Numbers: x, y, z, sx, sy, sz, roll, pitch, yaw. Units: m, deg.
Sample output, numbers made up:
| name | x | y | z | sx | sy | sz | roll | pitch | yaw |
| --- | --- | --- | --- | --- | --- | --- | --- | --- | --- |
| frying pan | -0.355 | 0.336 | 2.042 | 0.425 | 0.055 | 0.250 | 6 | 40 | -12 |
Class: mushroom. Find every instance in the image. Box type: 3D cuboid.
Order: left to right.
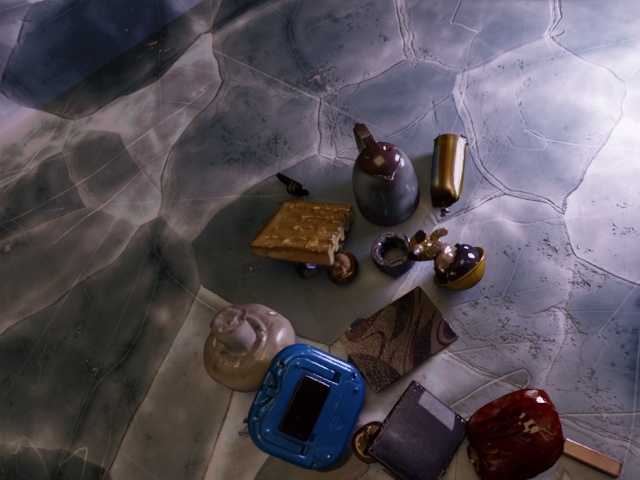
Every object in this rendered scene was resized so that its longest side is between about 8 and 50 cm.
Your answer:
| name | x | y | z | sx | sy | sz | roll | pitch | yaw |
| --- | --- | --- | --- | --- | --- | --- | --- | --- | --- |
| mushroom | -0.248 | 0.315 | 1.713 | 0.315 | 0.336 | 0.314 | -8 | 52 | 10 |
| mushroom | 0.075 | 0.093 | 1.874 | 0.127 | 0.087 | 0.127 | -8 | 65 | 16 |
| mushroom | 0.154 | 0.602 | 1.599 | 0.126 | 0.085 | 0.109 | -26 | 86 | 6 |

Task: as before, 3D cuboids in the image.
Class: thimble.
| name | x | y | z | sx | sy | sz | roll | pitch | yaw |
| --- | --- | --- | --- | --- | --- | --- | --- | --- | --- |
| thimble | 0.253 | 0.048 | 1.840 | 0.150 | 0.097 | 0.150 | -7 | 62 | 13 |

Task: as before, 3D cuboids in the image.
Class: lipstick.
| name | x | y | z | sx | sy | sz | roll | pitch | yaw |
| --- | --- | --- | --- | --- | --- | --- | --- | --- | --- |
| lipstick | 0.737 | 0.594 | 1.457 | 0.146 | 0.045 | 0.045 | 20 | 72 | 25 |

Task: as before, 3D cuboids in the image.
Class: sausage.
| name | x | y | z | sx | sy | sz | roll | pitch | yaw |
| --- | --- | --- | --- | --- | --- | --- | --- | --- | --- |
| sausage | 0.459 | -0.228 | 1.911 | 0.125 | 0.117 | 0.317 | -5 | 64 | 30 |

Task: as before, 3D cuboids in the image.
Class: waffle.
| name | x | y | z | sx | sy | sz | roll | pitch | yaw |
| --- | --- | --- | --- | --- | --- | --- | --- | --- | --- |
| waffle | -0.059 | -0.039 | 1.904 | 0.305 | 0.077 | 0.348 | 5 | 33 | 20 |

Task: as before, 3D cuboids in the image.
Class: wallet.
| name | x | y | z | sx | sy | sz | roll | pitch | yaw |
| --- | --- | --- | --- | --- | --- | --- | --- | --- | --- |
| wallet | 0.281 | 0.576 | 1.549 | 0.221 | 0.071 | 0.262 | 37 | 71 | 8 |

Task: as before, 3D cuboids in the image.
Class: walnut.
| name | x | y | z | sx | sy | sz | roll | pitch | yaw |
| --- | --- | --- | --- | --- | --- | --- | --- | --- | --- |
| walnut | 0.523 | 0.523 | 1.472 | 0.269 | 0.221 | 0.243 | -22 | 29 | 9 |

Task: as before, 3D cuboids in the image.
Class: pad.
| name | x | y | z | sx | sy | sz | roll | pitch | yaw |
| --- | --- | --- | --- | --- | --- | --- | --- | --- | --- |
| pad | 0.251 | 0.311 | 1.716 | 0.330 | 0.004 | 0.220 | -31 | 66 | -12 |

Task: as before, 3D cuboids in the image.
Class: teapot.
| name | x | y | z | sx | sy | sz | roll | pitch | yaw |
| --- | --- | --- | --- | --- | --- | --- | --- | --- | --- |
| teapot | 0.205 | -0.253 | 1.884 | 0.233 | 0.312 | 0.314 | -27 | 60 | -1 |

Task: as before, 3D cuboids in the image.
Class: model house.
| name | x | y | z | sx | sy | sz | roll | pitch | yaw |
| --- | --- | --- | --- | --- | --- | --- | --- | --- | --- |
| model house | -0.064 | 0.075 | 1.916 | 0.088 | 0.100 | 0.100 | -19 | 61 | 6 |

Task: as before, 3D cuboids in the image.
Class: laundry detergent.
| name | x | y | z | sx | sy | sz | roll | pitch | yaw |
| --- | --- | --- | --- | --- | --- | --- | --- | --- | --- |
| laundry detergent | 0.138 | 0.338 | 1.749 | 0.097 | 0.061 | 0.206 | -5 | 62 | 17 |

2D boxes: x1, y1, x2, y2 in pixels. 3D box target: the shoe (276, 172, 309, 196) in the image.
| name | x | y | z | sx | sy | sz | roll | pitch | yaw |
| --- | --- | --- | --- | --- | --- | --- | --- | --- | --- |
| shoe | -0.118 | -0.207 | 2.093 | 0.179 | 0.071 | 0.049 | 32 | 77 | 33 |

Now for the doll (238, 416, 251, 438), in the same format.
| name | x | y | z | sx | sy | sz | roll | pitch | yaw |
| --- | --- | --- | --- | --- | --- | --- | --- | --- | --- |
| doll | -0.174 | 0.581 | 1.715 | 0.195 | 0.070 | 0.095 | -25 | 91 | -1 |

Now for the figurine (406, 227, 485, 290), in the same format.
| name | x | y | z | sx | sy | sz | roll | pitch | yaw |
| --- | --- | --- | --- | --- | --- | --- | --- | --- | --- |
| figurine | 0.405 | 0.062 | 1.734 | 0.257 | 0.167 | 0.192 | 27 | 50 | 7 |

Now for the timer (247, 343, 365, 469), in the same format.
| name | x | y | z | sx | sy | sz | roll | pitch | yaw |
| --- | --- | --- | --- | --- | --- | --- | --- | --- | --- |
| timer | -0.039 | 0.500 | 1.605 | 0.309 | 0.115 | 0.339 | 26 | 81 | -9 |

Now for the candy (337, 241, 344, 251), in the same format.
| name | x | y | z | sx | sy | sz | roll | pitch | yaw |
| --- | --- | --- | --- | --- | --- | --- | --- | --- | --- |
| candy | 0.000 | 0.000 | 1.972 | 0.201 | 0.060 | 0.060 | 23 | 72 | 33 |
